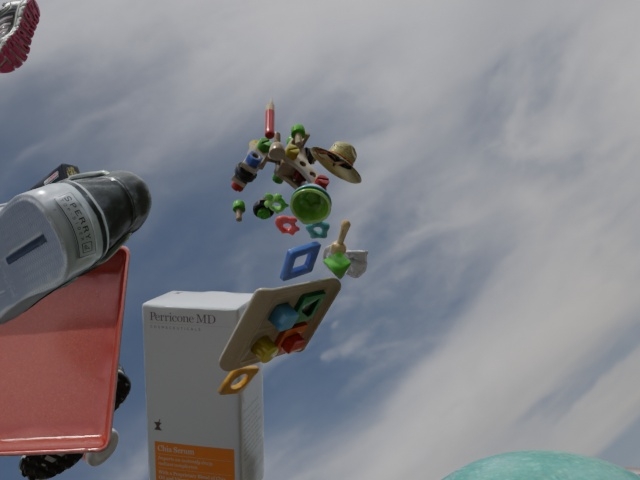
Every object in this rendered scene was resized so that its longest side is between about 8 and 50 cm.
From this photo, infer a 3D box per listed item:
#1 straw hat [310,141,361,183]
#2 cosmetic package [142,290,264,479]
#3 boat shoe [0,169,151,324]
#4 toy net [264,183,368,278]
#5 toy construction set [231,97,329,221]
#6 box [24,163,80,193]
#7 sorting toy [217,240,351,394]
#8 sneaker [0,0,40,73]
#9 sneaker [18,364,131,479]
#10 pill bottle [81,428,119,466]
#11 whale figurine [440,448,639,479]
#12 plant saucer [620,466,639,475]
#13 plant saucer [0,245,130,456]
[{"bbox_3d":[0.052,-0.202,1.523,0.061,0.144,0.144,-58,-35,-13],"label":"straw hat"},{"bbox_3d":[-0.259,0.352,1.453,0.161,0.230,0.453,-27,-63,-75],"label":"cosmetic package"},{"bbox_3d":[-0.286,0.010,0.654,0.119,0.335,0.121,-27,-77,-47],"label":"boat shoe"},{"bbox_3d":[0.000,0.000,1.096,0.122,0.045,0.232,-20,-56,20],"label":"toy net"},{"bbox_3d":[-0.109,-0.236,1.673,0.257,0.237,0.309,-1,-41,-3],"label":"toy construction set"},{"bbox_3d":[-0.618,-0.046,1.465,0.220,0.175,0.051,-29,-17,24],"label":"box"},{"bbox_3d":[-0.060,0.151,1.097,0.196,0.047,0.347,-3,-50,-48],"label":"sorting toy"},{"bbox_3d":[-0.607,-0.398,1.240,0.063,0.075,0.170,64,-144,-67],"label":"sneaker"},{"bbox_3d":[-0.397,0.285,1.044,0.078,0.106,0.234,40,-89,-25],"label":"sneaker"},{"bbox_3d":[-0.656,0.521,1.746,0.108,0.193,0.108,-47,-29,-37],"label":"pill bottle"},{"bbox_3d":[0.114,0.213,0.337,0.272,0.216,0.141,91,-156,-45],"label":"whale figurine"},{"bbox_3d":[0.485,0.442,0.867,0.310,0.310,0.050,-13,-41,-31],"label":"plant saucer"},{"bbox_3d":[-0.369,0.142,0.815,0.258,0.259,0.048,-4,-25,6],"label":"plant saucer"}]
